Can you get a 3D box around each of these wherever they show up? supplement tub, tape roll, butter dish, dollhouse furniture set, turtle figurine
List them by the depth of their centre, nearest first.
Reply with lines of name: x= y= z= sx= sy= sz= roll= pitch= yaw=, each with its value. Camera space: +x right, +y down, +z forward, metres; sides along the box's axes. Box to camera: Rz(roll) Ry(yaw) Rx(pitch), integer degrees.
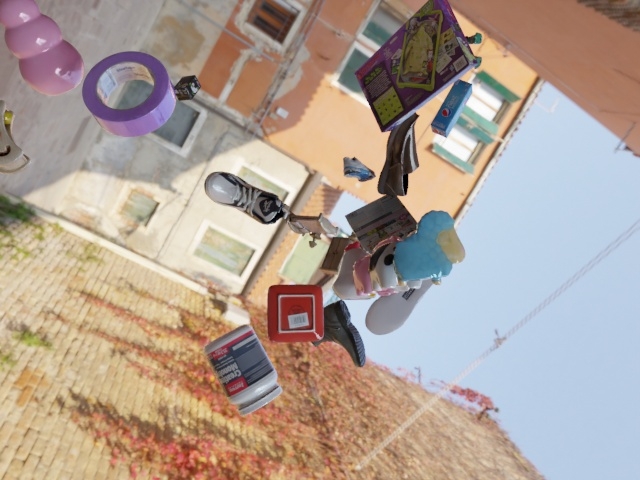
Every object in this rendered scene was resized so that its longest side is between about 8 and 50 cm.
butter dish: x=-0.080 y=0.207 z=1.470 sx=0.118 sy=0.160 sz=0.159 roll=153 pitch=-63 yaw=-72
tape roll: x=-0.615 y=-0.474 z=1.673 sx=0.090 sy=0.275 sz=0.274 roll=87 pitch=23 yaw=-69
turtle figurine: x=0.438 y=-0.656 z=1.785 sx=0.234 sy=0.175 sz=0.118 roll=15 pitch=-125 yaw=38
supplement tub: x=-0.271 y=0.448 z=1.808 sx=0.191 sy=0.272 sz=0.191 roll=-29 pitch=175 yaw=-3
dollhouse furniture set: x=0.000 y=0.000 z=2.241 sx=0.303 sy=0.355 sz=0.173 roll=4 pitch=-114 yaw=42

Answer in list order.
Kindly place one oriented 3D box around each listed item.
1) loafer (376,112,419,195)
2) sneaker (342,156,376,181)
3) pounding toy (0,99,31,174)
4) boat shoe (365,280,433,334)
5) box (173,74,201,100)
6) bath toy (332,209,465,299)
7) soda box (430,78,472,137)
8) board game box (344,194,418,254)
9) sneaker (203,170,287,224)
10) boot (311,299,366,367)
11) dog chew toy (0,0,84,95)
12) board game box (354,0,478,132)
loafer: x=0.311 y=-0.313 z=1.894 sx=0.134 sy=0.130 sz=0.366 roll=-52 pitch=159 yaw=-43
sneaker: x=0.148 y=-0.277 z=1.966 sx=0.071 sy=0.191 sz=0.083 roll=-23 pitch=-109 yaw=31
pounding toy: x=-0.958 y=-0.292 z=1.519 sx=0.155 sy=0.154 sz=0.269 roll=123 pitch=-37 yaw=-71
boat shoe: x=0.247 y=0.156 z=1.527 sx=0.301 sy=0.108 sz=0.102 roll=-55 pitch=169 yaw=19
box: x=-0.485 y=-0.554 z=1.879 sx=0.062 sy=0.052 sz=0.083 roll=4 pitch=-130 yaw=26
bath toy: x=0.131 y=0.040 z=0.995 sx=0.348 sy=0.151 sz=0.129 roll=150 pitch=-61 yaw=-67
soda box: x=0.498 y=-0.501 z=1.962 sx=0.210 sy=0.067 sz=0.071 roll=-60 pitch=159 yaw=-3
board game box: x=0.252 y=-0.030 z=1.965 sx=0.224 sy=0.097 sz=0.303 roll=-27 pitch=-139 yaw=1
sneaker: x=-0.179 y=-0.106 z=1.350 sx=0.153 sy=0.235 sz=0.094 roll=14 pitch=-107 yaw=41
boot: x=0.046 y=0.333 z=1.769 sx=0.161 sy=0.246 sz=0.083 roll=-24 pitch=176 yaw=19
dog chew toy: x=-0.951 y=-0.664 z=1.740 sx=0.207 sy=0.332 sz=0.206 roll=-12 pitch=-142 yaw=10
board game box: x=0.247 y=-0.470 z=1.417 sx=0.056 sy=0.208 sz=0.347 roll=-23 pitch=176 yaw=-38
